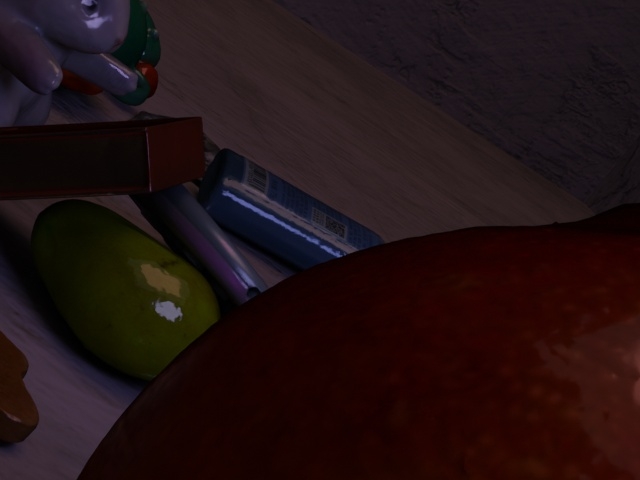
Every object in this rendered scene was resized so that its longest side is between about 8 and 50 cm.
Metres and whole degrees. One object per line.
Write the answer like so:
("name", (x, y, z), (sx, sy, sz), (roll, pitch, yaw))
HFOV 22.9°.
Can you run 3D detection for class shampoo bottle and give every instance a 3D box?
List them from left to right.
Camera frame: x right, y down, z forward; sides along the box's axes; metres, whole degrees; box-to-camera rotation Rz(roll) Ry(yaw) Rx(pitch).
("shampoo bottle", (0.000, 0.000, 1.584), (0.258, 0.061, 0.104), (29, 22, -14))

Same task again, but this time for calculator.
("calculator", (-0.085, 0.013, 1.244), (0.185, 0.041, 0.299), (51, -5, -18))

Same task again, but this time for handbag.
("handbag", (-0.190, -0.058, 1.116), (0.190, 0.062, 0.127), (-2, 8, 14))

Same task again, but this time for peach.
("peach", (0.088, 0.162, 0.612), (0.388, 0.388, 0.388), (35, 13, -9))

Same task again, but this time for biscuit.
("biscuit", (-0.210, 0.074, 0.896), (0.118, 0.023, 0.140), (40, 12, 9))

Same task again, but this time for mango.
("mango", (-0.132, 0.033, 1.098), (0.117, 0.089, 0.163), (25, 17, -43))

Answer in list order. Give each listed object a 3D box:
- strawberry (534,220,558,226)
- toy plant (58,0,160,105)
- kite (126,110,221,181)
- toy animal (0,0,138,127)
("strawberry", (0.162, 0.103, 1.542), (0.178, 0.234, 0.234), (-3, 32, -25))
("toy plant", (-0.285, -0.290, 1.637), (0.400, 0.185, 0.279), (53, -2, 26))
("kite", (-0.080, -0.040, 1.666), (0.310, 0.015, 0.169), (41, 16, 16))
("toy animal", (-0.207, -0.172, 1.245), (0.138, 0.282, 0.140), (53, 16, 2))
